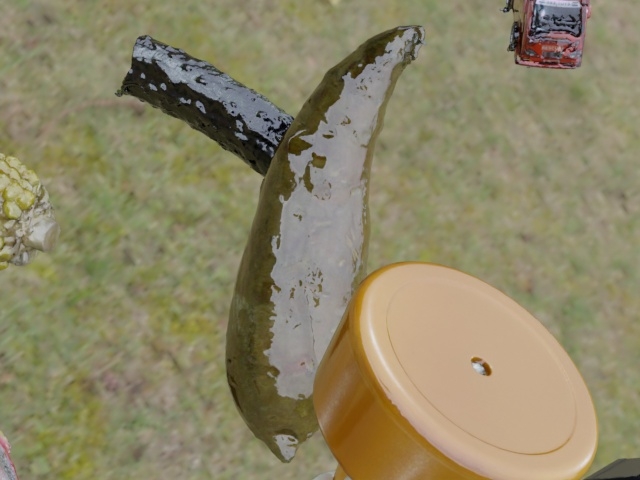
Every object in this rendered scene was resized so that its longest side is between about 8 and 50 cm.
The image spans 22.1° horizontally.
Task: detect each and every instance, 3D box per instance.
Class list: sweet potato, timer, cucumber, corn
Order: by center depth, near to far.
[{"bbox_3d":[0.036,0.106,0.774,0.132,0.152,0.132,24,35,-18],"label":"timer"},{"bbox_3d":[-0.349,-0.059,1.253,0.319,0.097,0.097,20,46,8],"label":"corn"},{"bbox_3d":[-0.003,-0.004,1.523,0.130,0.130,0.423,12,95,-38],"label":"sweet potato"},{"bbox_3d":[-0.085,-0.122,1.678,0.303,0.081,0.072,30,13,26],"label":"cucumber"}]

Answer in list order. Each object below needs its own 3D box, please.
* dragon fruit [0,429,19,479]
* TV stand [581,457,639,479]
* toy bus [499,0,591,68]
[{"bbox_3d":[-0.475,0.305,1.945,0.227,0.224,0.224,-33,90,-4],"label":"dragon fruit"},{"bbox_3d":[0.217,0.261,0.996,0.049,0.040,0.257,-14,91,-48],"label":"TV stand"},{"bbox_3d":[0.213,-0.239,1.549,0.073,0.096,0.235,2,28,1],"label":"toy bus"}]
